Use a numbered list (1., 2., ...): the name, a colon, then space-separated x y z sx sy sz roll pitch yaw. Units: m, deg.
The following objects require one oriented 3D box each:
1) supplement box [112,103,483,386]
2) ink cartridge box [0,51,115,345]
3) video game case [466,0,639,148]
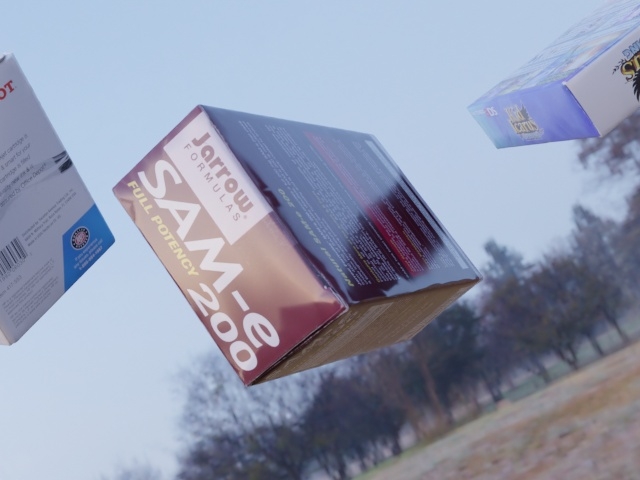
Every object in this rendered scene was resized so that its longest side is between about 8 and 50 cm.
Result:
1. supplement box: 0.000 0.000 0.661 0.073 0.130 0.239 -41 -15 19
2. ink cartridge box: -0.269 -0.033 0.914 0.082 0.190 0.139 1 38 37
3. video game case: 0.281 -0.181 1.051 0.244 0.061 0.269 -37 8 -6
